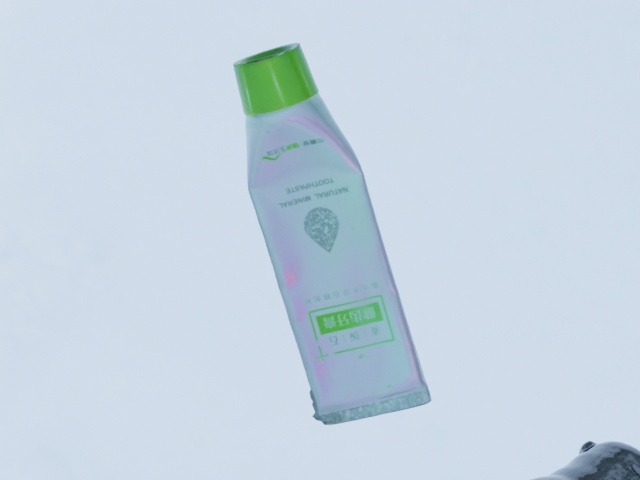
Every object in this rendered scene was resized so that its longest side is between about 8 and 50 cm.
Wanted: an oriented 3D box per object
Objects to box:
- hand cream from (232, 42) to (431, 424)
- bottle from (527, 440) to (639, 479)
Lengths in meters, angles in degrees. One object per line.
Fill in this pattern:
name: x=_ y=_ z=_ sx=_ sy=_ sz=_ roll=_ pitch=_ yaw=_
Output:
hand cream: x=0.000 y=0.000 z=1.158 sx=0.079 sy=0.050 sz=0.275 roll=-6 pitch=108 yaw=37
bottle: x=0.154 y=0.285 z=1.333 sx=0.336 sy=0.144 sz=0.144 roll=-35 pitch=66 yaw=-28
